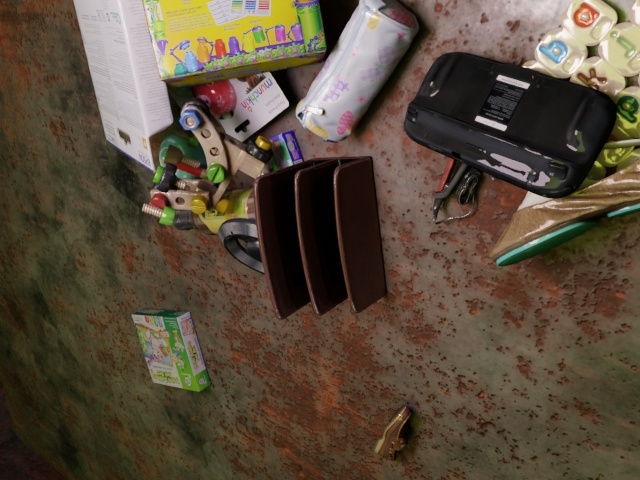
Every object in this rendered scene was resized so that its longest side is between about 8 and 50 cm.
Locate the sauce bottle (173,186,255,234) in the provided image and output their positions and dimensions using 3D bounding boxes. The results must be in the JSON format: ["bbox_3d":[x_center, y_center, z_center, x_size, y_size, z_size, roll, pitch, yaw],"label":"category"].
[{"bbox_3d":[-0.234,-0.065,1.356,0.344,0.111,0.111,-4,105,39],"label":"sauce bottle"}]

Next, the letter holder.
[{"bbox_3d":[0.000,0.000,1.123,0.152,0.214,0.301,5,110,38],"label":"letter holder"}]

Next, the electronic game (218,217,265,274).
[{"bbox_3d":[-0.126,0.020,1.275,0.229,0.048,0.229,18,154,9],"label":"electronic game"}]

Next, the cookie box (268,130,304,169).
[{"bbox_3d":[-0.095,-0.183,1.243,0.107,0.040,0.091,-15,98,43],"label":"cookie box"}]

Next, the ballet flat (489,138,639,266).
[{"bbox_3d":[0.396,-0.071,0.830,0.342,0.116,0.124,-28,71,41],"label":"ballet flat"}]

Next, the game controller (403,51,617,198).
[{"bbox_3d":[0.276,-0.189,0.865,0.319,0.067,0.166,33,92,37],"label":"game controller"}]

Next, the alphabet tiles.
[{"bbox_3d":[0.434,-0.210,0.815,0.278,0.021,0.284,44,130,13],"label":"alphabet tiles"}]

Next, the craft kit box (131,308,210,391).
[{"bbox_3d":[-0.472,0.340,1.754,0.250,0.061,0.246,-4,107,40],"label":"craft kit box"}]

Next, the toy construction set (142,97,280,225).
[{"bbox_3d":[-0.220,-0.147,1.208,0.257,0.237,0.309,-69,17,3],"label":"toy construction set"}]

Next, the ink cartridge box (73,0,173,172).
[{"bbox_3d":[-0.406,-0.340,1.160,0.324,0.071,0.330,30,134,48],"label":"ink cartridge box"}]

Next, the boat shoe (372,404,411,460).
[{"bbox_3d":[0.175,0.438,1.265,0.060,0.064,0.178,33,132,19],"label":"boat shoe"}]

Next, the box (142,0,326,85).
[{"bbox_3d":[-0.157,-0.442,0.994,0.290,0.177,0.279,-10,101,-1],"label":"box"}]

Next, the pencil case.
[{"bbox_3d":[0.059,-0.310,1.011,0.273,0.124,0.113,-52,46,38],"label":"pencil case"}]

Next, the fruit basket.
[{"bbox_3d":[-0.263,-0.371,1.216,0.327,0.165,0.353,-21,102,50],"label":"fruit basket"}]

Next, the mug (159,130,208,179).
[{"bbox_3d":[-0.330,-0.199,1.389,0.158,0.097,0.129,33,125,25],"label":"mug"}]

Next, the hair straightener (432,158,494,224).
[{"bbox_3d":[0.258,-0.120,0.974,0.089,0.047,0.230,34,120,24],"label":"hair straightener"}]
